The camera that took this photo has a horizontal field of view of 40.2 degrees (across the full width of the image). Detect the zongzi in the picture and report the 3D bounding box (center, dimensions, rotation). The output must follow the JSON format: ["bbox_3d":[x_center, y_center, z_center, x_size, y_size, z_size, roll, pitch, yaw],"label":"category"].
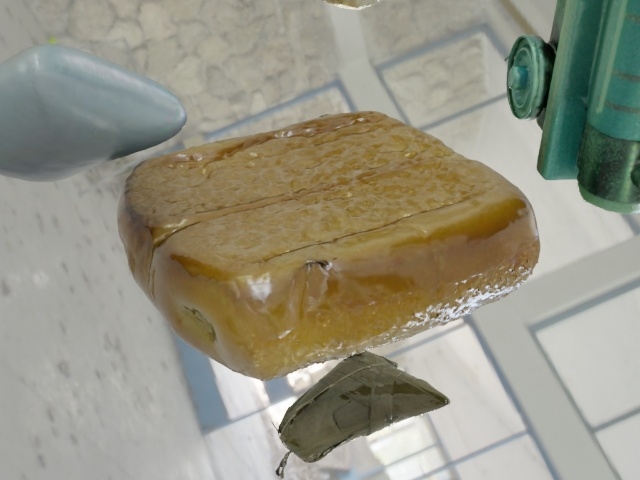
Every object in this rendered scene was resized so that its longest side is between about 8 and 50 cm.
[{"bbox_3d":[0.037,0.214,1.003,0.081,0.189,0.178,57,-18,-24],"label":"zongzi"}]

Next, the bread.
[{"bbox_3d":[0.001,0.007,0.805,0.328,0.337,0.148,39,-39,53],"label":"bread"}]

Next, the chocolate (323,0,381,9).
[{"bbox_3d":[0.089,-0.370,0.878,0.134,0.309,0.134,30,21,-12],"label":"chocolate"}]

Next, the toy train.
[{"bbox_3d":[0.218,-0.165,0.611,0.194,0.120,0.298,-103,-168,-57],"label":"toy train"}]

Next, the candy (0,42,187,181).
[{"bbox_3d":[-0.204,-0.092,0.660,0.138,0.174,0.071,15,68,-48],"label":"candy"}]
